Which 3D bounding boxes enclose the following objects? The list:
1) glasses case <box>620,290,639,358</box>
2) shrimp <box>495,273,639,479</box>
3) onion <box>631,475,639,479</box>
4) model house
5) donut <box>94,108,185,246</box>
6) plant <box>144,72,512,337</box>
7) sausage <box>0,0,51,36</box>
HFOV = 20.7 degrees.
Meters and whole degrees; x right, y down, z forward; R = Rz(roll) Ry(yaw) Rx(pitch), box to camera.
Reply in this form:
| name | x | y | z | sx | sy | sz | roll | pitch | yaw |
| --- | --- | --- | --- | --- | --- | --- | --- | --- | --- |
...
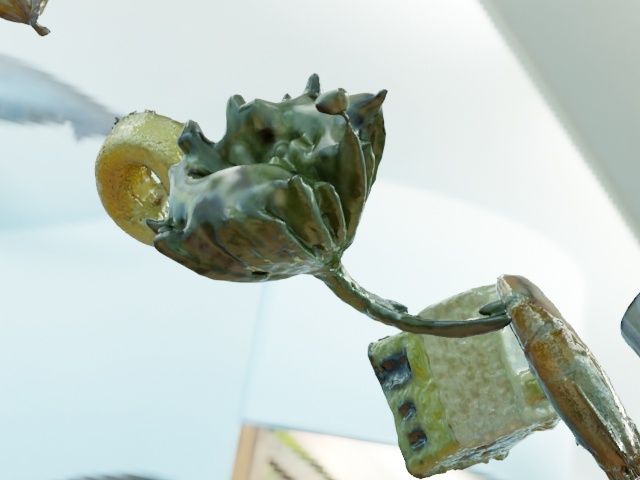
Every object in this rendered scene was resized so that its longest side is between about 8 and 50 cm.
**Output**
| name | x | y | z | sx | sy | sz | roll | pitch | yaw |
| --- | --- | --- | --- | --- | --- | --- | --- | --- | --- |
| glasses case | 0.358 | 0.135 | 1.389 | 0.114 | 0.299 | 0.060 | -43 | -41 | 10 |
| shrimp | 0.257 | 0.155 | 1.731 | 0.063 | 0.287 | 0.152 | -32 | -8 | 1 |
| onion | 0.278 | 0.283 | 1.225 | 0.227 | 0.283 | 0.120 | -12 | -31 | 30 |
| model house | 0.203 | 0.165 | 2.162 | 0.175 | 0.193 | 0.234 | -3 | -22 | -36 |
| donut | -0.205 | -0.072 | 2.066 | 0.146 | 0.078 | 0.181 | 33 | -39 | 7 |
| plant | 0.002 | 0.023 | 1.572 | 0.251 | 0.180 | 0.333 | -24 | -66 | 15 |
| sausage | -0.308 | -0.295 | 1.638 | 0.112 | 0.328 | 0.112 | -13 | -47 | -15 |
